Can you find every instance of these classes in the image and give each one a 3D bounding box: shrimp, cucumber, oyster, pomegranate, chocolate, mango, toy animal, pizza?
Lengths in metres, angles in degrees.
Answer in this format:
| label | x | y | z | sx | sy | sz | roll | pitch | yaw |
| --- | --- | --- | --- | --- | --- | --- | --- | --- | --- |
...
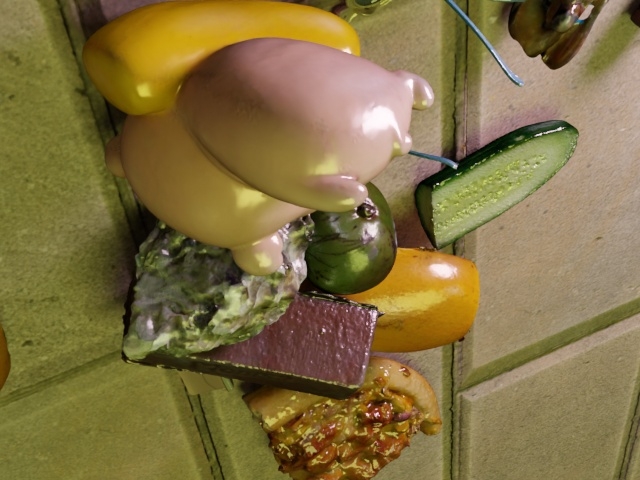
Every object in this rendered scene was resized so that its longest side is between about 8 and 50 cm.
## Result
| label | x | y | z | sx | sy | sz | roll | pitch | yaw |
| --- | --- | --- | --- | --- | --- | --- | --- | --- | --- |
| shrimp | 0.380 | -0.395 | 1.196 | 0.445 | 0.110 | 0.221 | -50 | 157 | 21 |
| cucumber | 0.241 | -0.095 | 1.426 | 0.244 | 0.063 | 0.115 | -27 | 134 | -7 |
| oyster | -0.112 | 0.024 | 1.201 | 0.199 | 0.112 | 0.267 | 14 | 84 | -4 |
| pomegranate | 0.000 | 0.000 | 1.319 | 0.191 | 0.152 | 0.131 | -14 | 148 | 10 |
| chocolate | -0.086 | 0.120 | 1.294 | 0.321 | 0.111 | 0.112 | 11 | 155 | -11 |
| mango | 0.084 | 0.083 | 1.447 | 0.257 | 0.138 | 0.187 | -1 | 159 | -11 |
| toy animal | -0.054 | -0.099 | 1.054 | 0.277 | 0.345 | 0.246 | -34 | 140 | -49 |
| pizza | 0.032 | 0.297 | 1.659 | 0.409 | 0.114 | 0.277 | 21 | 112 | -41 |

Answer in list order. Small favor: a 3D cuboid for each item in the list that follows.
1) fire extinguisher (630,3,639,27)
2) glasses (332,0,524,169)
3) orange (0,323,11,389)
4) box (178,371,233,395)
| label | x | y | z | sx | sy | sz | roll | pitch | yaw |
| --- | --- | --- | --- | --- | --- | --- | --- | --- | --- |
| fire extinguisher | 0.504 | -0.371 | 1.322 | 0.106 | 0.075 | 0.252 | -20 | 146 | -59 |
| glasses | 0.103 | -0.192 | 1.158 | 0.189 | 0.221 | 0.088 | -54 | 174 | 22 |
| orange | -0.445 | 0.159 | 1.218 | 0.170 | 0.112 | 0.160 | -25 | 141 | 9 |
| box | -0.165 | 0.149 | 1.398 | 0.062 | 0.089 | 0.122 | -18 | 139 | 0 |
